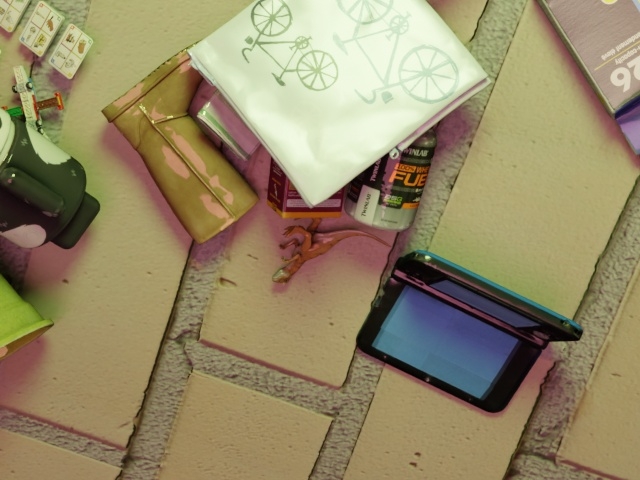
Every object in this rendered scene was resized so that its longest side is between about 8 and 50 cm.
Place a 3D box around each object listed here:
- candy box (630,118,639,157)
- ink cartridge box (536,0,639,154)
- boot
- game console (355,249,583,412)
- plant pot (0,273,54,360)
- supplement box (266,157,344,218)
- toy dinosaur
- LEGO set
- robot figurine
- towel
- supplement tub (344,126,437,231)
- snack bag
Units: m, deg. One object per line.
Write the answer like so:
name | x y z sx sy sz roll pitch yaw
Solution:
candy box | 0.595 -0.170 1.393 0.206 0.027 0.105 -18 104 12
ink cartridge box | 0.521 -0.330 1.321 0.303 0.072 0.307 -34 94 14
boot | -0.188 -0.163 1.460 0.236 0.089 0.269 -33 104 17
game console | 0.231 0.159 1.469 0.293 0.250 0.173 25 82 -2
plant pot | -0.638 0.105 1.517 0.276 0.276 0.254 -32 89 15
supplement box | -0.018 -0.135 1.427 0.104 0.081 0.188 -1 110 -24
toy dinosaur | 0.000 0.000 1.506 0.211 0.064 0.112 -27 121 23
LEGO set | -0.489 -0.278 1.485 0.182 0.060 0.244 37 107 7
robot figurine | -0.486 -0.099 1.430 0.209 0.174 0.278 -19 139 31
towel | -0.107 -0.214 1.415 0.152 0.023 0.113 -49 119 -6
supplement tub | 0.114 -0.119 1.417 0.117 0.117 0.190 15 109 2
snack bag | 0.025 -0.255 1.336 0.342 0.037 0.323 -39 84 -3
